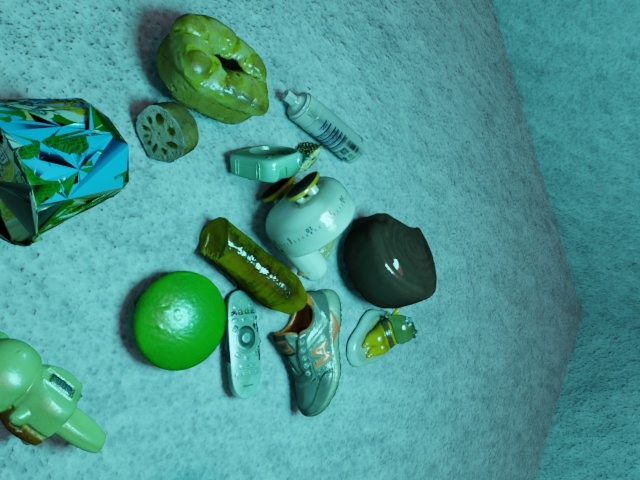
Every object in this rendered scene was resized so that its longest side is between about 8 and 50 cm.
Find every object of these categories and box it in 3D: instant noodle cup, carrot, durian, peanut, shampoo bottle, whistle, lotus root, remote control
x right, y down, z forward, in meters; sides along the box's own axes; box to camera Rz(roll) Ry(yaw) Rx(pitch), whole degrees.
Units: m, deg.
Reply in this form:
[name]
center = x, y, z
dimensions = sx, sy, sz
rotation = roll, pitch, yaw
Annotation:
[instant noodle cup]
center = -0.448, -0.128, 0.736
dimensions = 0.178, 0.240, 0.240
rotation = -38, 114, -49
[carrot]
center = -0.153, 0.072, 1.085
dimensions = 0.302, 0.114, 0.114
rotation = 44, 58, -31
[durian]
center = -0.041, -0.244, 1.292
dimensions = 0.130, 0.052, 0.066
rotation = -47, 157, -34
[peanut]
center = 0.000, 0.000, 1.281
dimensions = 0.080, 0.080, 0.174
rotation = 36, 67, -38
[shampoo bottle]
center = 0.006, -0.331, 1.300
dimensions = 0.303, 0.092, 0.092
rotation = 29, 66, -39
[whistle]
center = -0.469, 0.261, 0.747
dimensions = 0.106, 0.131, 0.288
rotation = -34, 116, 0
[lotus root]
center = -0.312, -0.228, 0.948
dimensions = 0.081, 0.112, 0.122
rotation = -36, 111, -49
[remote control]
center = -0.188, 0.247, 1.088
dimensions = 0.097, 0.045, 0.256
rotation = 7, 79, -48

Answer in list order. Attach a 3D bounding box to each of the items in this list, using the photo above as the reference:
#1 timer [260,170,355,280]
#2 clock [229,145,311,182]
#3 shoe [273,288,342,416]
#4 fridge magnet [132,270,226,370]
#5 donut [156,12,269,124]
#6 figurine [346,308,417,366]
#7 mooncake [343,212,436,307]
[timer]
center = -0.018, -0.042, 1.150
dimensions = 0.240, 0.234, 0.233
rotation = 54, 52, -24
[clock]
center = -0.116, -0.195, 1.126
dimensions = 0.189, 0.148, 0.060
rotation = -25, 124, -47
[shoe]
center = -0.045, 0.283, 1.180
dimensions = 0.171, 0.132, 0.336
rotation = 16, 74, -39
[fridge magnet]
center = -0.293, 0.167, 0.954
dimensions = 0.208, 0.088, 0.207
rotation = 6, 82, -45
[donut]
center = -0.231, -0.375, 1.008
dimensions = 0.261, 0.128, 0.208
rotation = 22, 54, -47
[figurine]
center = 0.209, 0.310, 1.422
dimensions = 0.250, 0.141, 0.166
rotation = -40, 116, -40
[mooncake]
center = 0.232, 0.057, 1.417
dimensions = 0.326, 0.174, 0.333
rotation = 48, 42, -19
